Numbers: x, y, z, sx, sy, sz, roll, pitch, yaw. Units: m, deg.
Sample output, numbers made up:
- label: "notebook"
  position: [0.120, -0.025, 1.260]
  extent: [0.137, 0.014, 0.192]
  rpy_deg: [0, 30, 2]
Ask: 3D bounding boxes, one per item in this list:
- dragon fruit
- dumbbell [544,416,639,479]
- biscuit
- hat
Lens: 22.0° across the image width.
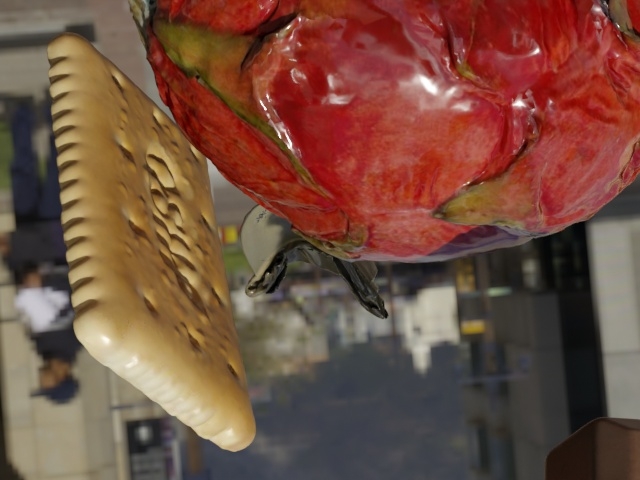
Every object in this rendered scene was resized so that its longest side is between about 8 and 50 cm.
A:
- label: "dragon fruit"
  position: [0.053, -0.125, 0.935]
  extent: [0.343, 0.277, 0.277]
  rpy_deg: [-7, 179, 0]
- label: "dumbbell"
  position: [0.092, 0.171, 0.798]
  extent: [0.092, 0.082, 0.231]
  rpy_deg: [9, 140, -38]
- label: "biscuit"
  position: [-0.101, -0.003, 0.988]
  extent: [0.030, 0.249, 0.160]
  rpy_deg: [-29, 136, 18]
- label: "hat"
  position: [0.000, 0.000, 1.535]
  extent: [0.147, 0.085, 0.175]
  rpy_deg: [13, 149, 17]
